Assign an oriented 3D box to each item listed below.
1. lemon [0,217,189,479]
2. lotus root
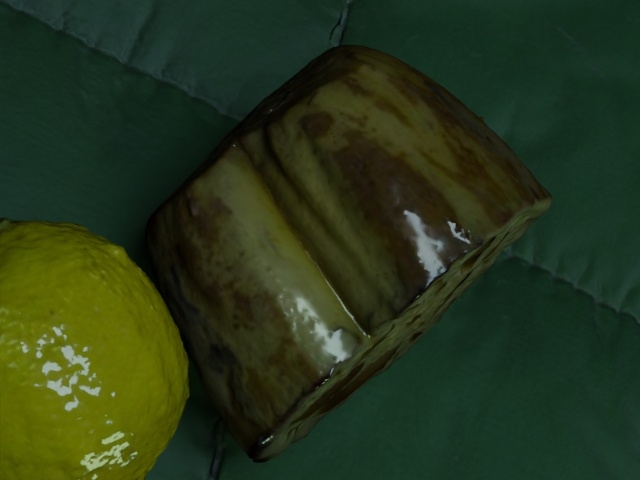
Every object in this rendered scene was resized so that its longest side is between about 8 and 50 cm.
[{"bbox_3d":[-0.195,0.090,0.915,0.192,0.192,0.231,-31,100,-33],"label":"lemon"},{"bbox_3d":[0.000,0.000,1.005,0.316,0.316,0.250,-40,88,-32],"label":"lotus root"}]
